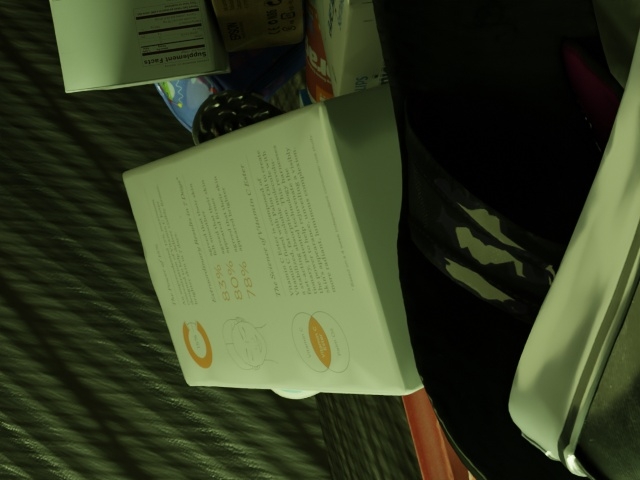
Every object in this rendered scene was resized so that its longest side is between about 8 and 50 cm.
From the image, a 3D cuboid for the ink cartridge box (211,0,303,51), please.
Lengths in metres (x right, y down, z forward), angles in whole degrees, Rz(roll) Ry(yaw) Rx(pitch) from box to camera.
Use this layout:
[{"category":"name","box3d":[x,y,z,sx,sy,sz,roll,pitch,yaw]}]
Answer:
[{"category":"ink cartridge box","box3d":[-0.071,-0.309,0.986,0.234,0.088,0.193,86,175,-79]}]

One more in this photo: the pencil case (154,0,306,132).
[{"category":"pencil case","box3d":[-0.066,-0.245,1.304,0.133,0.306,0.119,26,143,31]}]

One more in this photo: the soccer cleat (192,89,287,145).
[{"category":"soccer cleat","box3d":[0.011,-0.065,1.149,0.108,0.318,0.116,-62,-17,0]}]

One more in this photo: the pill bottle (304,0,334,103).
[{"category":"pill bottle","box3d":[0.044,-0.197,1.105,0.216,0.121,0.121,89,169,-54]}]

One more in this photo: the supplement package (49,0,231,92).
[{"category":"supplement package","box3d":[-0.185,-0.262,1.070,0.194,0.149,0.203,-89,-10,-82]}]

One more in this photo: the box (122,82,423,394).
[{"category":"box","box3d":[0.000,0.000,0.892,0.345,0.168,0.214,-9,99,56]}]

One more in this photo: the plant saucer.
[{"category":"plant saucer","box3d":[0.137,0.178,1.179,0.258,0.048,0.259,92,167,-60]}]

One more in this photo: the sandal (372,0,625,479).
[{"category":"sandal","box3d":[0.103,-0.046,0.555,0.107,0.168,0.445,56,-163,-56]}]

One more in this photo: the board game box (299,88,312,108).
[{"category":"board game box","box3d":[0.003,-0.139,1.854,0.210,0.047,0.160,89,169,-49]}]

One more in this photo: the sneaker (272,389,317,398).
[{"category":"sneaker","box3d":[0.032,0.065,1.254,0.208,0.127,0.319,82,-147,-64]}]

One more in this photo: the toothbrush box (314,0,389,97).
[{"category":"toothbrush box","box3d":[0.048,-0.291,0.895,0.216,0.126,0.295,96,164,-75]}]

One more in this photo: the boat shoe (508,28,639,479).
[{"category":"boat shoe","box3d":[0.159,-0.034,0.349,0.105,0.113,0.306,34,114,37]}]
